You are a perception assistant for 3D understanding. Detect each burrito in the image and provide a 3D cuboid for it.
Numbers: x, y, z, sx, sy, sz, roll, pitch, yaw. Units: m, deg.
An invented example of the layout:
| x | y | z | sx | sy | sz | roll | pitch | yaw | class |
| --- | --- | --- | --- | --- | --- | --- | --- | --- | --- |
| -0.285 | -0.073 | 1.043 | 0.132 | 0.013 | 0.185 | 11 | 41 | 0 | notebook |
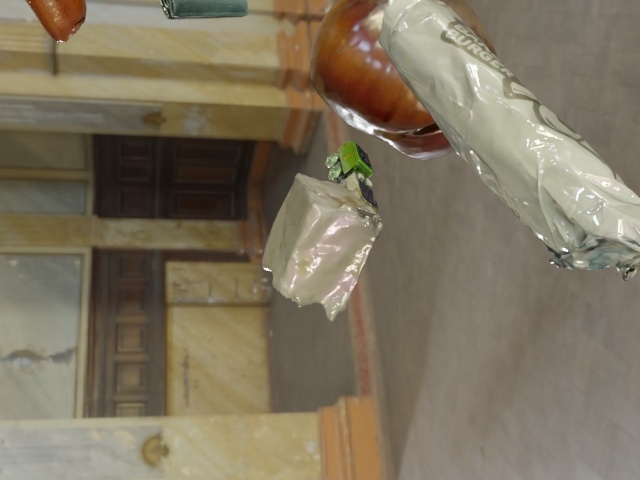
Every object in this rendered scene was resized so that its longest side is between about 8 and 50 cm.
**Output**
| x | y | z | sx | sy | sz | roll | pitch | yaw | class |
| --- | --- | --- | --- | --- | --- | --- | --- | --- | --- |
| 0.207 | -0.100 | 0.904 | 0.445 | 0.101 | 0.139 | 55 | 172 | 31 | burrito |

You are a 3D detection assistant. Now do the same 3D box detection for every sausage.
| x | y | z | sx | sy | sz | roll | pitch | yaw | class |
| --- | --- | --- | --- | --- | --- | --- | --- | --- | --- |
| -0.489 | -0.481 | 1.441 | 0.330 | 0.102 | 0.102 | 67 | -171 | -47 | sausage |

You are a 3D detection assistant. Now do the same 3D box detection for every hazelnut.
| x | y | z | sx | sy | sz | roll | pitch | yaw | class |
| --- | --- | --- | --- | --- | --- | --- | --- | --- | --- |
| 0.178 | -0.363 | 1.801 | 0.359 | 0.409 | 0.359 | -62 | -11 | -21 | hazelnut |

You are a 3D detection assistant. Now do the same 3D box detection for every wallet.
| x | y | z | sx | sy | sz | roll | pitch | yaw | class |
| --- | --- | --- | --- | --- | --- | --- | --- | --- | --- |
| -0.256 | -0.572 | 1.663 | 0.054 | 0.251 | 0.290 | -19 | 94 | 38 | wallet |

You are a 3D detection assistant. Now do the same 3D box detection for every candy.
| x | y | z | sx | sy | sz | roll | pitch | yaw | class |
| --- | --- | --- | --- | --- | --- | --- | --- | --- | --- |
| 0.000 | 0.000 | 1.430 | 0.195 | 0.137 | 0.185 | -67 | 22 | 18 | candy |

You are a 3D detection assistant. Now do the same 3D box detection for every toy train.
| x | y | z | sx | sy | sz | roll | pitch | yaw | class |
| --- | --- | --- | --- | --- | --- | --- | --- | --- | --- |
| 0.063 | -0.112 | 1.642 | 0.081 | 0.060 | 0.202 | -37 | 38 | 21 | toy train |

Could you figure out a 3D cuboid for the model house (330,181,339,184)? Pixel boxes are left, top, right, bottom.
| x | y | z | sx | sy | sz | roll | pitch | yaw | class |
| --- | --- | --- | --- | --- | --- | --- | --- | --- | --- |
| 0.054 | -0.084 | 2.063 | 0.100 | 0.100 | 0.088 | 44 | 130 | 54 | model house |
